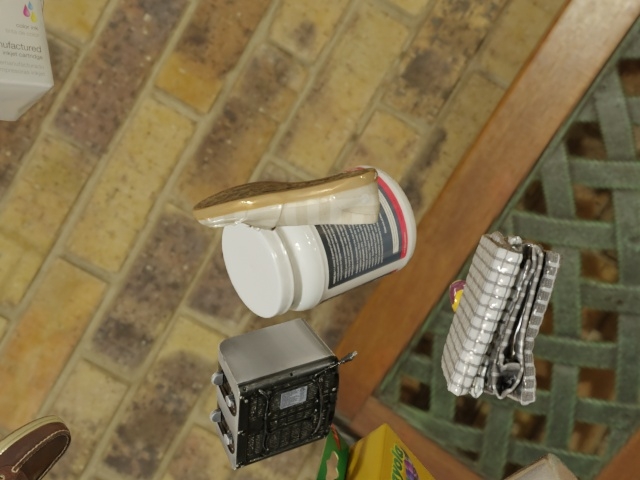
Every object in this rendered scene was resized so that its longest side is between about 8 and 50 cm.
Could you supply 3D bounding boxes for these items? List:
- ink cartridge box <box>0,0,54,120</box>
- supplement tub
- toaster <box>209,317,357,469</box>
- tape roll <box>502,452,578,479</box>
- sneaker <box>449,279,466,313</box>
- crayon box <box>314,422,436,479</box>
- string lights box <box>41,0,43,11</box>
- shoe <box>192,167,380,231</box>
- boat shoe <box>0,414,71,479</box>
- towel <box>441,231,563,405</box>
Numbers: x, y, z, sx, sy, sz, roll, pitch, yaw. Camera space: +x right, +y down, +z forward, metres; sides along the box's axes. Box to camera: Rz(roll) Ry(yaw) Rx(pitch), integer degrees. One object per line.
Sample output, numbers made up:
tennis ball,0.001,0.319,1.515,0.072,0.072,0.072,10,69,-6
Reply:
ink cartridge box,-0.490,-0.323,1.216,0.131,0.226,0.306,-21,76,47
supplement tub,0.000,0.000,1.514,0.272,0.191,0.191,-21,-16,-31
toaster,-0.060,0.213,1.332,0.110,0.186,0.168,50,145,43
tape roll,0.235,0.329,0.630,0.072,0.392,0.392,-34,13,8
sneaker,0.323,0.172,1.971,0.069,0.185,0.084,-23,7,12
crayon box,0.124,0.406,1.348,0.081,0.318,0.202,-37,11,18
string lights box,-0.573,-0.443,1.547,0.077,0.260,0.133,-8,72,28
shoe,-0.039,-0.034,1.040,0.076,0.219,0.058,-52,-48,-65
boat shoe,-0.519,0.432,1.521,0.342,0.123,0.123,-43,-31,-37
towel,0.276,0.111,1.413,0.284,0.121,0.235,-36,-37,-85
